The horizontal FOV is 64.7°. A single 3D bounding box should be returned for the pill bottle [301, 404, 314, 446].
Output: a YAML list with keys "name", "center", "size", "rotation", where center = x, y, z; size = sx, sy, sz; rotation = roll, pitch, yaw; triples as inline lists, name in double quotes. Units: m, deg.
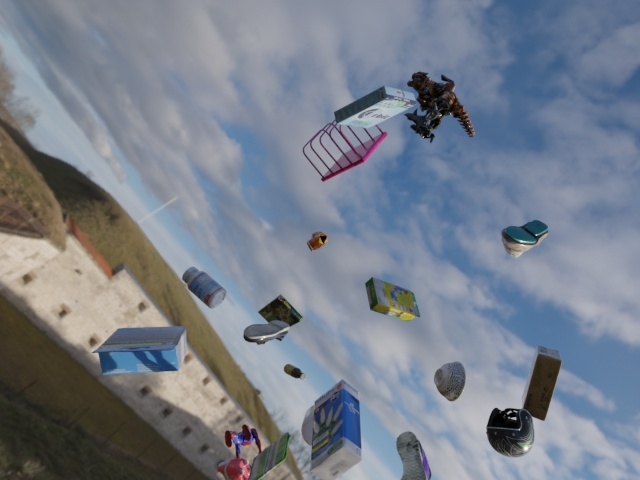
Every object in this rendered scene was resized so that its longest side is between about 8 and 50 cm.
- name: "pill bottle"
  center: [-0.004, 0.657, 1.813]
  size: [0.117, 0.117, 0.215]
  rotation: [51, -2, 6]

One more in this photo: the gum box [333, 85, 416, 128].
- name: "gum box"
  center: [0.158, -0.383, 1.467]
  size: [0.184, 0.156, 0.041]
  rotation: [-17, -97, 41]

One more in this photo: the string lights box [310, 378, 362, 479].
- name: "string lights box"
  center: [0.046, 0.544, 1.460]
  size: [0.076, 0.133, 0.260]
  rotation: [40, 20, -16]

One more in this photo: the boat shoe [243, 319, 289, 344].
- name: "boat shoe"
  center: [-0.162, 0.286, 1.501]
  size: [0.075, 0.065, 0.206]
  rotation: [22, 10, 25]

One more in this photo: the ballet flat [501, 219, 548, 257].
- name: "ballet flat"
  center: [0.715, 0.004, 1.789]
  size: [0.107, 0.315, 0.106]
  rotation: [45, -53, 32]

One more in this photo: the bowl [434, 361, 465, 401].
- name: "bowl"
  center: [0.535, 0.589, 2.144]
  size: [0.080, 0.170, 0.170]
  rotation: [18, -13, -14]

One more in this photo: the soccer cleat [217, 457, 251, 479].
- name: "soccer cleat"
  center: [-0.228, 0.762, 1.519]
  size: [0.095, 0.083, 0.248]
  rotation: [-12, -72, 21]

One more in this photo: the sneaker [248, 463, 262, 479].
- name: "sneaker"
  center: [-0.255, 0.978, 1.989]
  size: [0.125, 0.139, 0.341]
  rotation: [-107, -168, -52]

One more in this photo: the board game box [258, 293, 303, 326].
- name: "board game box"
  center: [-0.172, 0.312, 2.125]
  size: [0.136, 0.030, 0.259]
  rotation: [45, -31, -4]

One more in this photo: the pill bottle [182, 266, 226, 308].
- name: "pill bottle"
  center: [-0.423, 0.167, 1.827]
  size: [0.160, 0.087, 0.087]
  rotation: [36, -24, 19]

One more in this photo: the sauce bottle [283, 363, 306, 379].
- name: "sauce bottle"
  center: [-0.097, 0.510, 1.949]
  size: [0.128, 0.042, 0.042]
  rotation: [7, -49, 57]

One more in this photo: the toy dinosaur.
- name: "toy dinosaur"
  center: [0.430, -0.492, 1.856]
  size: [0.164, 0.218, 0.322]
  rotation: [37, 10, -47]

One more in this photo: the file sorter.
- name: "file sorter"
  center: [0.091, -0.413, 2.134]
  size: [0.182, 0.202, 0.290]
  rotation: [49, -34, -16]

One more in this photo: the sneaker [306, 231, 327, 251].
- name: "sneaker"
  center: [0.000, 0.000, 1.863]
  size: [0.064, 0.067, 0.175]
  rotation: [63, 13, -10]

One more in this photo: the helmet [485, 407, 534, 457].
- name: "helmet"
  center: [0.670, 0.682, 1.784]
  size: [0.169, 0.162, 0.169]
  rotation: [22, -39, 18]

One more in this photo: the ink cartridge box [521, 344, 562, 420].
- name: "ink cartridge box"
  center: [0.830, 0.530, 1.901]
  size: [0.088, 0.235, 0.193]
  rotation: [15, 4, 21]

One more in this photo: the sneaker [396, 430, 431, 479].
- name: "sneaker"
  center: [0.341, 0.828, 1.754]
  size: [0.146, 0.102, 0.293]
  rotation: [58, 22, -30]

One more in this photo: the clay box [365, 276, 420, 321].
- name: "clay box"
  center: [0.279, 0.231, 1.938]
  size: [0.053, 0.222, 0.128]
  rotation: [-45, -143, 35]

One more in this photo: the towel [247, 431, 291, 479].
- name: "towel"
  center: [-0.144, 0.623, 1.428]
  size: [0.023, 0.152, 0.113]
  rotation: [44, 18, -11]

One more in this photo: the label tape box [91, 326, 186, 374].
- name: "label tape box"
  center: [-0.580, 0.369, 1.656]
  size: [0.333, 0.240, 0.106]
  rotation: [-160, -110, -81]

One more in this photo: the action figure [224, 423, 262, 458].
- name: "action figure"
  center: [-0.236, 0.663, 1.599]
  size: [0.280, 0.091, 0.139]
  rotation: [93, -19, -70]
